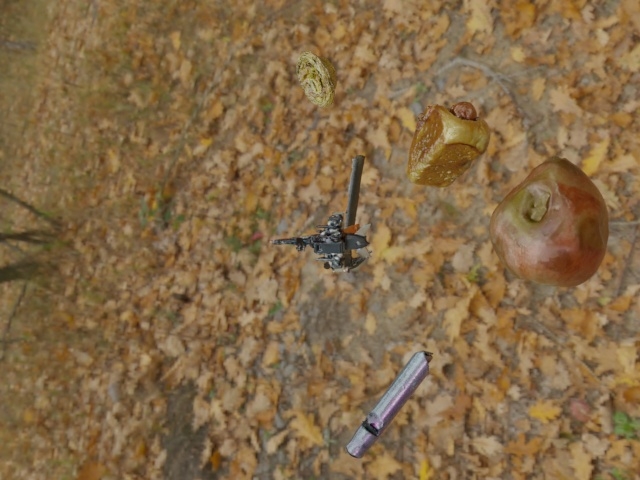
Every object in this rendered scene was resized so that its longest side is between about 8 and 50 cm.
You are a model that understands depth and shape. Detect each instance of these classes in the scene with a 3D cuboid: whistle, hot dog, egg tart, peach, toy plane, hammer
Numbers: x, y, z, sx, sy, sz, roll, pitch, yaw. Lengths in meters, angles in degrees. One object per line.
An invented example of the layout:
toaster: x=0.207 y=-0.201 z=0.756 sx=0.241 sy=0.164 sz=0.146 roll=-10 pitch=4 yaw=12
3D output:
whistle: x=0.094 y=0.219 z=1.022 sx=0.177 sy=0.033 sz=0.033 roll=-55 pitch=34 yaw=8
hot dog: x=0.304 y=-0.243 z=1.834 sx=0.257 sy=0.150 sz=0.153 roll=128 pitch=151 yaw=-62
egg tart: x=-0.004 y=-0.350 z=1.632 sx=0.129 sy=0.049 sz=0.129 roll=42 pitch=151 yaw=31
peach: x=0.424 y=-0.036 z=1.409 sx=0.214 sy=0.214 sz=0.236 roll=9 pitch=92 yaw=60
toy plane: x=0.001 y=0.006 z=1.402 sx=0.062 sy=0.188 sz=0.135 roll=-110 pitch=17 yaw=-59
hammer: x=0.074 y=-0.063 z=1.810 sx=0.027 sy=0.125 sz=0.298 roll=-130 pitch=39 yaw=-56
